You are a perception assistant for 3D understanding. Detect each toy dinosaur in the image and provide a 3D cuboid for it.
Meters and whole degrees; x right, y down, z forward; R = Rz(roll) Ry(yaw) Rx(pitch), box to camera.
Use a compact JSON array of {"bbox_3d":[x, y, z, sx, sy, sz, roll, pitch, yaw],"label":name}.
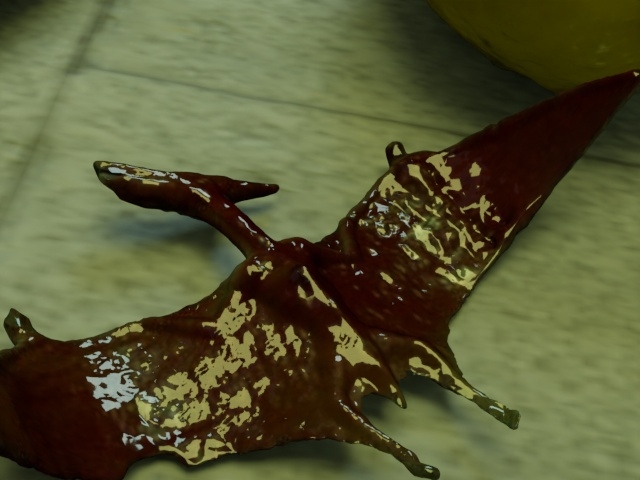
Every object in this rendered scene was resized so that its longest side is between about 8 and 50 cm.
[{"bbox_3d":[0.010,0.003,0.457,0.328,0.112,0.206,-4,48,-18],"label":"toy dinosaur"}]

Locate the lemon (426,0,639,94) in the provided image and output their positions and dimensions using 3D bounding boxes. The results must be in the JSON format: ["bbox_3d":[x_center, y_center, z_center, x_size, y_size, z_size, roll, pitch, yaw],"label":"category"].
[{"bbox_3d":[0.153,-0.223,0.607,0.261,0.260,0.284,2,28,-10],"label":"lemon"}]
